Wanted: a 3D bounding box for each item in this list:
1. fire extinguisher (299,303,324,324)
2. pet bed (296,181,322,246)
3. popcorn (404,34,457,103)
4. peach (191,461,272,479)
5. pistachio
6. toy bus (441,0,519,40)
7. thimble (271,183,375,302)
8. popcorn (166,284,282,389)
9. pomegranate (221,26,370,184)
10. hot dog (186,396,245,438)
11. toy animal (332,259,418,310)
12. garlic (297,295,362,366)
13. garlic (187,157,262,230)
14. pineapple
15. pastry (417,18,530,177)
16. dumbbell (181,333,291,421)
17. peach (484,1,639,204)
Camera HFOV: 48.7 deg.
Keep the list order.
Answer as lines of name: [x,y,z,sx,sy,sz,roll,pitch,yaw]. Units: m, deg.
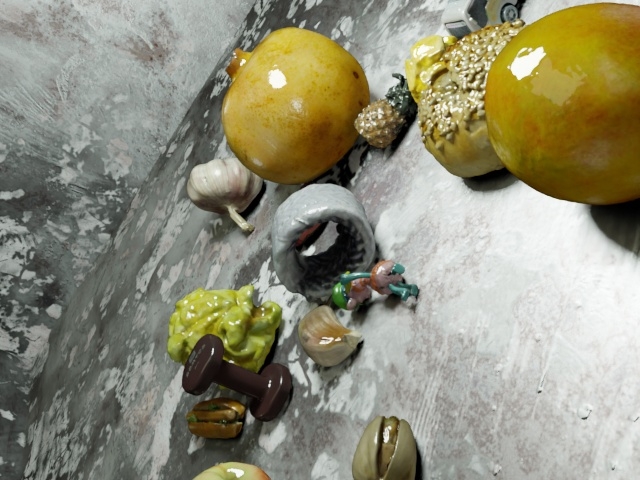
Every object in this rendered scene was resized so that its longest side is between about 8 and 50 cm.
fire extinguisher: [-0.017,0.182,1.634,0.083,0.025,0.038,-43,56,30]
pet bed: [-0.044,-0.069,1.871,0.201,0.054,0.201,-46,27,32]
popcorn: [0.259,-0.361,1.528,0.149,0.167,0.152,-17,21,4]
peach: [-0.184,0.558,1.388,0.232,0.233,0.232,-39,36,36]
pistachio: [0.112,0.366,1.190,0.113,0.113,0.149,-29,27,45]
toy bus: [0.386,-0.579,1.528,0.097,0.138,0.342,18,79,59]
thimble: [0.000,0.000,1.575,0.245,0.217,0.157,-61,18,24]
popcorn: [-0.241,0.223,1.728,0.235,0.250,0.241,-30,40,56]
pomegranate: [-0.078,-0.354,1.833,0.417,0.417,0.416,-39,36,36]
hot dog: [-0.268,0.441,1.770,0.250,0.068,0.100,-20,50,52]
toy animal: [0.102,0.089,1.442,0.208,0.103,0.100,-12,64,51]
garlic: [0.013,0.191,1.535,0.129,0.090,0.198,-40,25,8]
garlic: [-0.274,-0.131,2.183,0.245,0.245,0.253,-38,69,37]
pineapple: [0.189,-0.327,1.673,0.237,0.119,0.111,-49,-14,14]
pastry: [0.309,-0.278,1.339,0.315,0.184,0.284,-47,33,25]
dumbbell: [-0.187,0.309,1.585,0.140,0.225,0.124,-61,25,-1]
peach: [0.405,-0.195,1.020,0.332,0.308,0.307,17,80,45]
